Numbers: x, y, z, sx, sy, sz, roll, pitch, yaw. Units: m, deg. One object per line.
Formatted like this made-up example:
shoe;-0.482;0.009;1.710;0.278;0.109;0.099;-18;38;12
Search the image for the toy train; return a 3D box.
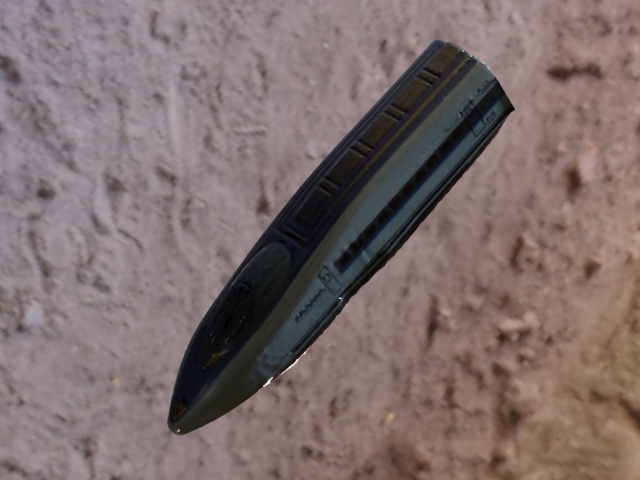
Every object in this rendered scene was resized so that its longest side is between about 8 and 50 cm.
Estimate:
toy train;0.000;0.001;0.738;0.252;0.055;0.048;-48;142;-9
